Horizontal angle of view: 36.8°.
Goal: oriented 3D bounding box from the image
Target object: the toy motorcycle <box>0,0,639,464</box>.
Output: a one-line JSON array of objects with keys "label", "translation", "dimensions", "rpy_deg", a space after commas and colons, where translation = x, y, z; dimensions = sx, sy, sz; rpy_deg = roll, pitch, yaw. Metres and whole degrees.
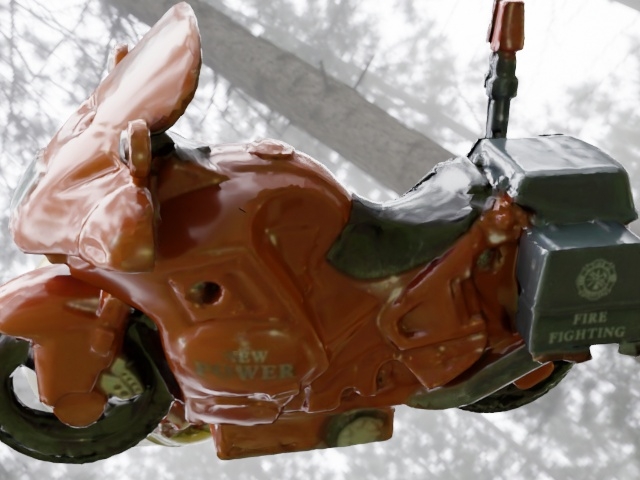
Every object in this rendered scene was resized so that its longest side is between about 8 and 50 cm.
[{"label": "toy motorcycle", "translation": [0.000, 0.000, 0.452], "dimensions": [0.326, 0.147, 0.221], "rpy_deg": [-5, -63, -13]}]

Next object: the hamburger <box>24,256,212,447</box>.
[{"label": "hamburger", "translation": [-0.112, 0.056, 0.683], "dimensions": [0.116, 0.173, 0.210], "rpy_deg": [-50, -1, 31]}]
